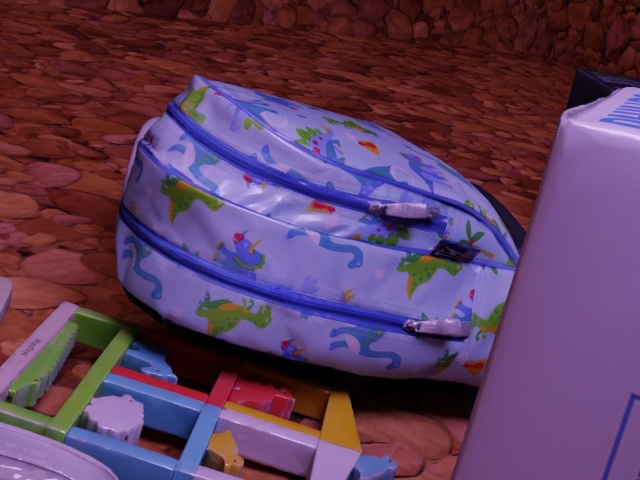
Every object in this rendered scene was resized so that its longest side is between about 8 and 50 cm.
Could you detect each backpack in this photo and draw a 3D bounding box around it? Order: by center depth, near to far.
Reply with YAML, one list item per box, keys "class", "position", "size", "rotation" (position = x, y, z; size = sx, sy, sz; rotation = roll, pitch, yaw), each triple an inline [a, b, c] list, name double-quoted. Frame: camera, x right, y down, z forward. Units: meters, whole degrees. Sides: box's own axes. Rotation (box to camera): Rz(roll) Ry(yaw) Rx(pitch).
- class: "backpack"
  position: [0.000, 0.000, 0.915]
  size: [0.355, 0.273, 0.290]
  rotation: [-1, 25, -19]

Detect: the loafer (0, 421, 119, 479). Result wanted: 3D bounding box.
- class: "loafer"
  position: [-0.265, 0.154, 0.549]
  size: [0.319, 0.112, 0.111]
  rotation: [2, 26, -6]

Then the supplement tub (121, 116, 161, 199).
- class: "supplement tub"
  position: [-0.100, -0.044, 1.125]
  size: [0.199, 0.144, 0.144]
  rotation: [12, 19, 0]

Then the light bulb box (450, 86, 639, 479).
- class: "light bulb box"
  position: [0.246, 0.148, 0.477]
  size: [0.361, 0.358, 0.225]
  rotation: [19, 16, 17]

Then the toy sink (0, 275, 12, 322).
- class: "toy sink"
  position: [-0.376, -0.003, 0.867]
  size: [0.234, 0.131, 0.153]
  rotation: [9, 20, -7]

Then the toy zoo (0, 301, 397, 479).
- class: "toy zoo"
  position: [-0.086, 0.133, 0.785]
  size: [0.293, 0.030, 0.192]
  rotation: [17, 18, 0]

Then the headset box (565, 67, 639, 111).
- class: "headset box"
  position: [0.381, -0.062, 1.308]
  size: [0.131, 0.246, 0.283]
  rotation: [8, 19, -10]
